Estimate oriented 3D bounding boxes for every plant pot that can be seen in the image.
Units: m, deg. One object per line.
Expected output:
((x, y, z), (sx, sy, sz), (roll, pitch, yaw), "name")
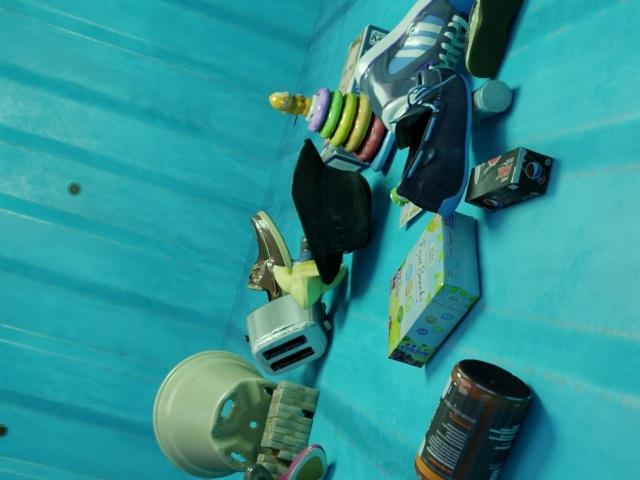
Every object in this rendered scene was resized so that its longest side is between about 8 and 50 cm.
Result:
((-0.217, 0.446, 2.275), (0.305, 0.333, 0.334), (-10, 64, 65), "plant pot")

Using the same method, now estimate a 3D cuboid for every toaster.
((-0.085, 0.223, 2.174), (0.146, 0.226, 0.129), (-103, -11, -57), "toaster")

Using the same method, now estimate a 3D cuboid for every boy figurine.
((-0.031, 0.076, 2.161), (0.285, 0.177, 0.092), (-63, -29, -67), "boy figurine")

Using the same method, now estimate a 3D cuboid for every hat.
((0.049, -0.070, 2.021), (0.331, 0.133, 0.332), (-7, -90, -73), "hat")

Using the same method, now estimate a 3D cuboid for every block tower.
((-0.091, 0.498, 2.083), (0.091, 0.097, 0.336), (143, 144, -70), "block tower")

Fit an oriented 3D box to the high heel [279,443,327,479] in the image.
((-0.041, 0.473, 1.918), (0.117, 0.082, 0.244), (-103, 17, -46), "high heel")

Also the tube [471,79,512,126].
((0.268, -0.230, 1.568), (0.080, 0.052, 0.207), (-63, 7, -4), "tube")

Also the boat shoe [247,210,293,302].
((-0.128, 0.097, 2.333), (0.123, 0.123, 0.342), (160, 91, -79), "boat shoe")

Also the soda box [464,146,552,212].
((0.272, -0.088, 1.338), (0.169, 0.053, 0.060), (156, 130, -73), "soda box")

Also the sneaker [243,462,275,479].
((-0.083, 0.562, 1.853), (0.106, 0.078, 0.234), (-32, 76, 54), "sneaker")

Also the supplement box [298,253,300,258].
((0.000, 0.000, 2.375), (0.080, 0.078, 0.234), (-168, 95, -80), "supplement box")

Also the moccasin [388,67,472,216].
((0.181, -0.188, 1.510), (0.342, 0.116, 0.138), (-84, 11, -50), "moccasin")

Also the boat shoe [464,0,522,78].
((0.295, -0.395, 1.586), (0.073, 0.080, 0.224), (-133, 56, -70), "boat shoe")

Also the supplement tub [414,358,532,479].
((0.183, 0.257, 1.151), (0.106, 0.106, 0.198), (-112, 41, -71), "supplement tub")

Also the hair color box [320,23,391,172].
((0.101, -0.353, 2.331), (0.174, 0.105, 0.347), (157, 129, -74), "hair color box")

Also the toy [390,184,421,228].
((0.191, -0.128, 1.745), (0.237, 0.056, 0.137), (131, 152, -62), "toy")

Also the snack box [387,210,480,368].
((0.180, 0.077, 1.489), (0.175, 0.070, 0.207), (-85, 18, -45), "snack box")

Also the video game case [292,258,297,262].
((-0.080, 0.151, 2.494), (0.201, 0.023, 0.184), (51, -126, -79), "video game case")

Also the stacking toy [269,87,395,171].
((0.027, -0.288, 2.103), (0.175, 0.301, 0.166), (-108, 36, -71), "stacking toy")

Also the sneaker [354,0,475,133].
((0.237, -0.332, 1.740), (0.322, 0.130, 0.236), (-40, 61, 12), "sneaker")
